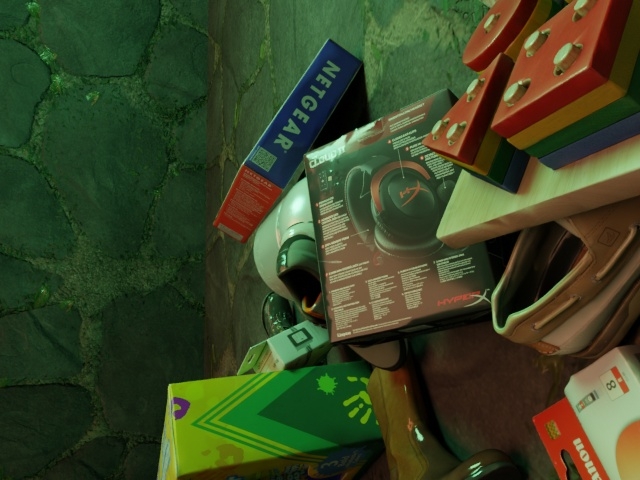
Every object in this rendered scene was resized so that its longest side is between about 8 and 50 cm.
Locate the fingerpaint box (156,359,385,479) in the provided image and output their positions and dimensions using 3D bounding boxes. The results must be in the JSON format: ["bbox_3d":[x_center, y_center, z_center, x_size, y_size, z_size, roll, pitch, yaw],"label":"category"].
[{"bbox_3d":[-0.116,0.433,1.008,0.445,0.371,0.163,112,148,-43],"label":"fingerpaint box"}]

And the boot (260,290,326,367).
[{"bbox_3d":[-0.057,0.234,1.263,0.229,0.091,0.263,-32,65,59],"label":"boot"}]

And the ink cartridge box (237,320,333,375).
[{"bbox_3d":[-0.059,0.217,0.983,0.060,0.180,0.104,49,136,23],"label":"ink cartridge box"}]

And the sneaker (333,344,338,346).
[{"bbox_3d":[-0.004,0.117,1.119,0.232,0.081,0.090,55,138,44],"label":"sneaker"}]

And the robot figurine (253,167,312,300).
[{"bbox_3d":[0.000,0.000,0.930,0.353,0.199,0.300,143,121,-64],"label":"robot figurine"}]

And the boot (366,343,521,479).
[{"bbox_3d":[0.157,0.266,0.750,0.280,0.096,0.264,-96,17,-46],"label":"boot"}]

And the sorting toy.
[{"bbox_3d":[0.188,-0.143,0.430,0.257,0.089,0.255,-64,12,-18],"label":"sorting toy"}]

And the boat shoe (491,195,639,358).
[{"bbox_3d":[0.239,-0.027,0.440,0.113,0.103,0.302,-107,25,-64],"label":"boat shoe"}]

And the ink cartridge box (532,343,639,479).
[{"bbox_3d":[0.266,0.200,0.480,0.179,0.045,0.145,117,146,-45],"label":"ink cartridge box"}]

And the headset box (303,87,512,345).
[{"bbox_3d":[0.106,-0.031,0.658,0.218,0.110,0.293,-20,69,31],"label":"headset box"}]

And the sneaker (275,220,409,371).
[{"bbox_3d":[0.027,0.103,0.757,0.100,0.271,0.108,-31,19,32],"label":"sneaker"}]

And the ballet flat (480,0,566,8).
[{"bbox_3d":[0.198,-0.302,0.599,0.074,0.074,0.203,112,149,-44],"label":"ballet flat"}]

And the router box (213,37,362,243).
[{"bbox_3d":[-0.072,-0.187,1.041,0.335,0.082,0.301,-62,9,-26],"label":"router box"}]
